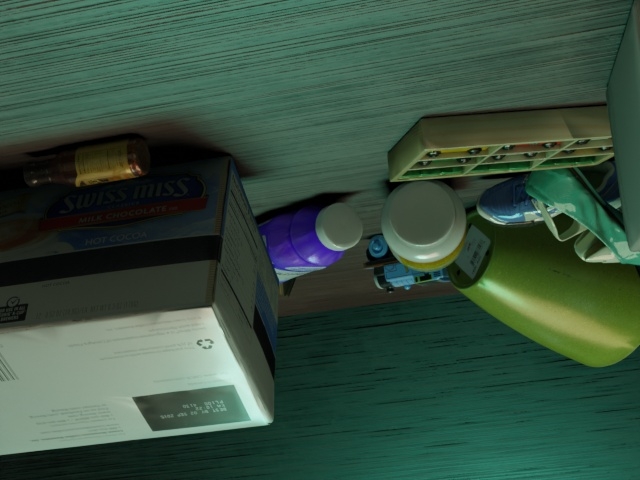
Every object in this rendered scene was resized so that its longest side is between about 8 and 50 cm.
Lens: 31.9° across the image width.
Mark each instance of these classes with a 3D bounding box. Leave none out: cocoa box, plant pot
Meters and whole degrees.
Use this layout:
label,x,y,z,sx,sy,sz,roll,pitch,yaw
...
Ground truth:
label,x,y,z,sx,sy,sz,roll,pitch,yaw
cocoa box,-0.241,0.078,1.289,0.347,0.228,0.231,-8,136,10
plant pot,0.369,0.047,1.867,0.293,0.275,0.275,16,163,-25

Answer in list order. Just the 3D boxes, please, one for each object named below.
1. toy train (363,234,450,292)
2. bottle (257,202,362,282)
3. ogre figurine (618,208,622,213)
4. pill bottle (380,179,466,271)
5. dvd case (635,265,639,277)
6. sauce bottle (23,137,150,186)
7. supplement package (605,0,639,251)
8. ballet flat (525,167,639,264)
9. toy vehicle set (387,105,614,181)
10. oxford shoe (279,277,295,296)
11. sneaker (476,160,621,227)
label,x,y,z,sx,sy,sz,roll,pitch,yaw
toy train,0.162,0.034,2.011,0.184,0.105,0.080,-13,170,36
bottle,-0.034,0.004,1.684,0.118,0.092,0.283,-1,170,-29
ogre figurine,0.469,-0.051,1.575,0.118,0.097,0.197,-40,-165,-19
pill bottle,0.144,-0.023,1.555,0.117,0.118,0.208,-7,172,7
dvd case,0.546,-0.026,1.547,0.253,0.022,0.180,-37,-165,18
sauce bottle,-0.238,-0.076,1.140,0.128,0.042,0.042,-8,172,15
supplement package,0.359,-0.098,0.985,0.177,0.175,0.293,-7,172,10
ballet flat,0.353,-0.023,1.473,0.087,0.083,0.247,-43,118,16
toy vehicle set,0.224,-0.111,1.286,0.266,0.035,0.166,-5,172,-9
oxford shoe,-0.088,0.065,2.175,0.076,0.076,0.212,21,167,2
sneaker,0.317,-0.073,1.546,0.211,0.080,0.081,-12,154,14
